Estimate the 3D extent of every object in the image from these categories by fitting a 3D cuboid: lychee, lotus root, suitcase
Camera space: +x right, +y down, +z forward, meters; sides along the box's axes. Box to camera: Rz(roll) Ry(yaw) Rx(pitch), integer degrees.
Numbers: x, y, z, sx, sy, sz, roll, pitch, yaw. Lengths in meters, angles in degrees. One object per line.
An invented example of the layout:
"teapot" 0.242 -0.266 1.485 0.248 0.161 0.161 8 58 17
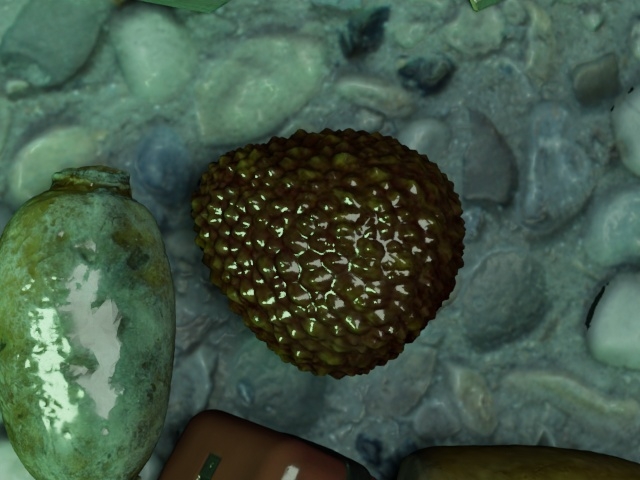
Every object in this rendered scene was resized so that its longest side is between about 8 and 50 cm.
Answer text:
"lychee" 0.000 0.000 1.313 0.271 0.271 0.271 1 88 -20
"lotus root" -0.218 0.102 1.266 0.175 0.175 0.349 -4 88 -20
"suitcase" -0.081 0.317 1.272 0.161 0.236 0.297 32 77 -28

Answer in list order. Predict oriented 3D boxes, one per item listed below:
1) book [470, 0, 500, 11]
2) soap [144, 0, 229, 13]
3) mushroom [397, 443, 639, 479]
"book" 0.246 -0.405 1.530 0.283 0.025 0.215 -26 98 -19
"soap" -0.204 -0.284 1.291 0.261 0.150 0.094 7 82 -19
"mushroom" 0.280 0.320 1.408 0.313 0.224 0.397 -42 100 -16
